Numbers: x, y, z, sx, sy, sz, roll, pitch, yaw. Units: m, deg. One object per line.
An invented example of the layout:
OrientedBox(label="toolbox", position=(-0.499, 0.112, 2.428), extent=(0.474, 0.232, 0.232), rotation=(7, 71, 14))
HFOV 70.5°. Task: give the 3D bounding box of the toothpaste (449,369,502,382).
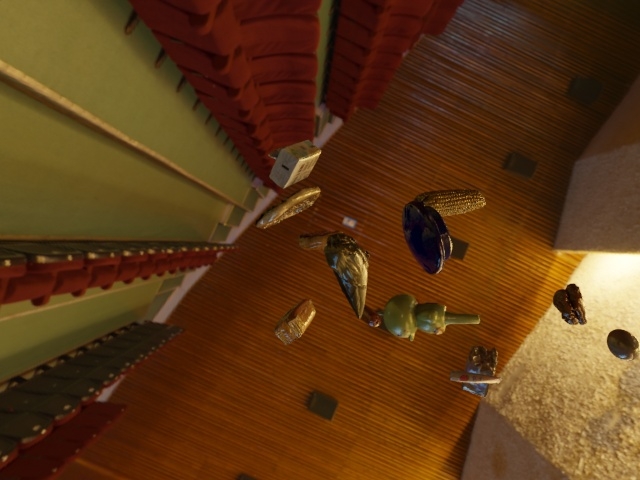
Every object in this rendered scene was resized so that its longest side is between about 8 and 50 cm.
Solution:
OrientedBox(label="toothpaste", position=(0.615, 0.546, 1.796), extent=(0.067, 0.194, 0.043), rotation=(84, 12, -57))

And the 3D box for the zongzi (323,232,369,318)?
OrientedBox(label="zongzi", position=(0.097, 0.128, 1.643), extent=(0.251, 0.125, 0.274), rotation=(39, 47, -55))

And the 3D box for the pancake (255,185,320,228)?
OrientedBox(label="pancake", position=(-0.156, -0.159, 2.222), extent=(0.382, 0.071, 0.382), rotation=(-31, 179, -1))

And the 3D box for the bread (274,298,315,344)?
OrientedBox(label="bread", position=(-0.119, 0.390, 2.216), extent=(0.152, 0.119, 0.288), rotation=(-35, -177, 21))

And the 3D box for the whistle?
OrientedBox(label="whistle", position=(0.314, 0.244, 1.354), extent=(0.141, 0.294, 0.141), rotation=(14, 90, -68))

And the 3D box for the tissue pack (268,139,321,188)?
OrientedBox(label="tissue pack", position=(-0.126, -0.346, 1.954), extent=(0.159, 0.145, 0.229), rotation=(-58, 170, 31))

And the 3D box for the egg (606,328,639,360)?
OrientedBox(label="egg", position=(1.149, 0.395, 1.718), extent=(0.135, 0.103, 0.103), rotation=(-77, -169, -58))

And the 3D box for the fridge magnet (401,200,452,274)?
OrientedBox(label="fridge magnet", position=(0.361, -0.012, 1.556), extent=(0.265, 0.112, 0.266), rotation=(161, -90, -82))

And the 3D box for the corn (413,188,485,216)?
OrientedBox(label="corn", position=(0.547, -0.164, 1.938), extent=(0.119, 0.321, 0.119), rotation=(170, -90, -83))

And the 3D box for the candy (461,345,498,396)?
OrientedBox(label="candy", position=(0.775, 0.633, 2.205), extent=(0.185, 0.137, 0.195), rotation=(-37, 138, -55))

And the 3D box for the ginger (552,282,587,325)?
OrientedBox(label="ginger", position=(0.926, 0.246, 1.674), extent=(0.073, 0.103, 0.162), rotation=(45, 26, -88))

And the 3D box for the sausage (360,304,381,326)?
OrientedBox(label="sausage", position=(0.218, 0.345, 2.097), extent=(0.076, 0.076, 0.197), rotation=(-65, -160, 2))

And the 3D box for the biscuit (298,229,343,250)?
OrientedBox(label="biscuit", position=(0.000, 0.001, 2.202), extent=(0.274, 0.213, 0.091), rotation=(-155, -124, -80))

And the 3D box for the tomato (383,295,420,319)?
OrientedBox(label="tomato", position=(0.384, 0.343, 2.083), extent=(0.187, 0.187, 0.151), rotation=(-69, 156, -58))
